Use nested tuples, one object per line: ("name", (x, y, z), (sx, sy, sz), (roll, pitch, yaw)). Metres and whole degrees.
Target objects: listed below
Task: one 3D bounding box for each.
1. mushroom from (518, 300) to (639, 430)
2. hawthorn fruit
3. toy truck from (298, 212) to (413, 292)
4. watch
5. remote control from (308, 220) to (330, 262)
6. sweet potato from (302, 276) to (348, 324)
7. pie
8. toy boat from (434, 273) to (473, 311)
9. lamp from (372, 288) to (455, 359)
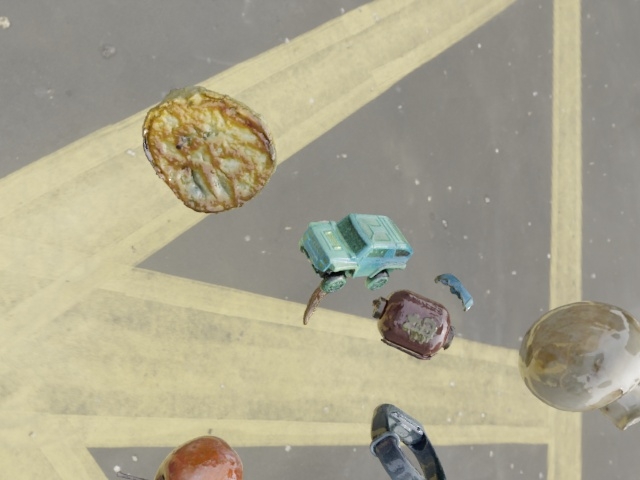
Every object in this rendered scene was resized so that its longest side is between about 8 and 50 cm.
("mushroom", (0.632, 0.303, 1.146), (0.297, 0.297, 0.290), (-39, 95, -37))
("hawthorn fruit", (-0.314, 0.638, 1.237), (0.263, 0.235, 0.231), (-32, 130, -41))
("toy truck", (0.087, 0.023, 1.189), (0.278, 0.156, 0.155), (2, 47, -41))
("watch", (0.183, 0.447, 1.020), (0.206, 0.068, 0.193), (42, 16, -25))
("remote control", (0.000, 0.000, 1.763), (0.221, 0.078, 0.042), (-76, 164, -50))
("sweet potato", (0.011, 0.147, 1.379), (0.214, 0.050, 0.050), (-46, 116, -16))
("pie", (-0.258, -0.204, 1.140), (0.315, 0.315, 0.092), (52, 13, -24))
("toy boat", (0.542, 0.205, 1.978), (0.077, 0.186, 0.075), (-31, 145, -1))
("lamp", (0.270, 0.247, 1.443), (0.257, 0.180, 0.180), (21, 67, 2))
